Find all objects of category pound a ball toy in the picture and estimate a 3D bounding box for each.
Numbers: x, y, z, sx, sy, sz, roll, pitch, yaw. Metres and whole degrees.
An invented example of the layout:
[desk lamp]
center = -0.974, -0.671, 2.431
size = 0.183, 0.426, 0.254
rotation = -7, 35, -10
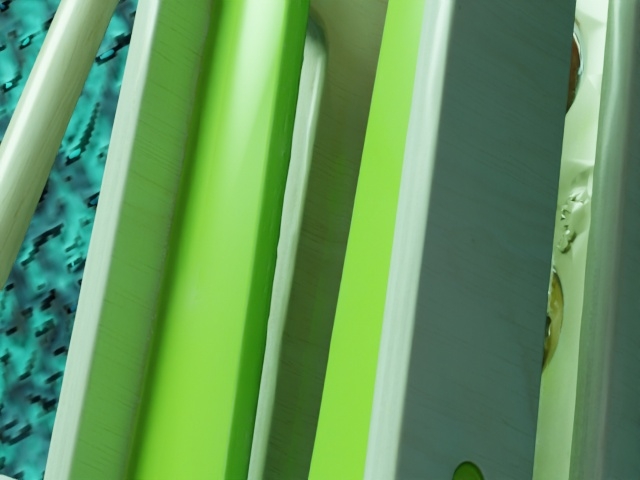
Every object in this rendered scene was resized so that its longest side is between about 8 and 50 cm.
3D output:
[pound a ball toy]
center = 0.000, 0.000, 0.526
size = 0.208, 0.135, 0.319
rotation = -14, 58, 41

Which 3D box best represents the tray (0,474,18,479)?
[tray]
center = -0.174, 0.192, 0.516
size = 0.145, 0.030, 0.270
rotation = 6, 67, 5
